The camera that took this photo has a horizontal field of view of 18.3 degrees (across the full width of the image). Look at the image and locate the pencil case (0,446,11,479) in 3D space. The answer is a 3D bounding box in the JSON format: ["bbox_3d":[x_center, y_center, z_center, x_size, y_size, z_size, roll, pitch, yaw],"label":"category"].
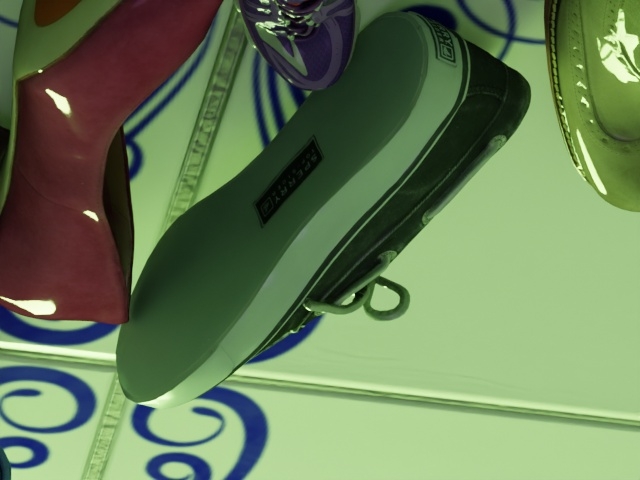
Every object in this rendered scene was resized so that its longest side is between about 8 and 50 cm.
[{"bbox_3d":[-0.337,0.219,1.391,0.133,0.119,0.306,-1,148,-43],"label":"pencil case"}]

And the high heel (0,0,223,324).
[{"bbox_3d":[-0.090,-0.071,1.048,0.181,0.127,0.377,28,146,-24],"label":"high heel"}]

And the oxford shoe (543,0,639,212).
[{"bbox_3d":[0.186,-0.114,1.008,0.123,0.130,0.348,-1,141,-3],"label":"oxford shoe"}]

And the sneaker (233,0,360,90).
[{"bbox_3d":[-0.015,-0.133,1.018,0.068,0.071,0.170,-6,142,3],"label":"sneaker"}]

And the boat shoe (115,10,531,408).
[{"bbox_3d":[-0.001,-0.003,1.153,0.105,0.113,0.306,21,120,-36],"label":"boat shoe"}]
